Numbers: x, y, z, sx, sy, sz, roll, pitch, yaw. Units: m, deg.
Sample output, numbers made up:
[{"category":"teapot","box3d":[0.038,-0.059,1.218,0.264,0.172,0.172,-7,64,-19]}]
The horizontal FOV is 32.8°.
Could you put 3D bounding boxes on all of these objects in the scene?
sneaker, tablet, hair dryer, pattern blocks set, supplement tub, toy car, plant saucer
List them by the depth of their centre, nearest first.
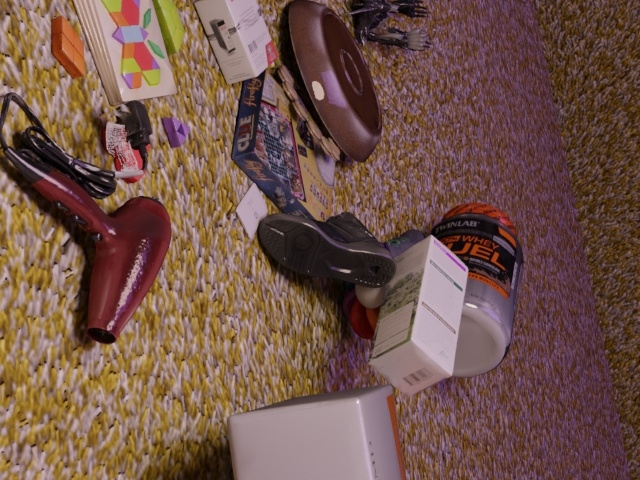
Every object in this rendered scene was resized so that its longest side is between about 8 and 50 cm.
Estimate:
[{"category":"hair dryer","box3d":[-0.269,-0.024,1.258,0.224,0.080,0.293,-9,81,-48]},{"category":"pattern blocks set","box3d":[-0.253,-0.264,1.414,0.324,0.026,0.285,68,28,-20]},{"category":"tablet","box3d":[-0.103,-0.045,1.643,0.054,0.006,0.083,65,29,-25]},{"category":"sneaker","box3d":[0.000,0.000,1.714,0.228,0.087,0.130,14,19,-21]},{"category":"toy car","box3d":[0.098,0.096,1.839,0.159,0.136,0.182,29,20,-32]},{"category":"plant saucer","box3d":[0.038,-0.290,1.924,0.310,0.050,0.310,54,23,-36]},{"category":"sneaker","box3d":[0.140,0.021,2.021,0.098,0.083,0.223,61,31,-22]},{"category":"supplement tub","box3d":[0.288,0.088,2.144,0.207,0.207,0.338,62,30,-30]}]

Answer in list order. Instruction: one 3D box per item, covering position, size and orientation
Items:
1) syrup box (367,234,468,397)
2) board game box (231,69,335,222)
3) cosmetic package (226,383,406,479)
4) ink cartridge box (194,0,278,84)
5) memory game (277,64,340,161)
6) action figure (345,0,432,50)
[{"category":"syrup box","box3d":[0.154,0.112,1.671,0.096,0.093,0.237,41,38,-20]},{"category":"board game box","box3d":[-0.053,-0.135,1.740,0.243,0.042,0.165,47,39,-47]},{"category":"cosmetic package","box3d":[0.017,0.314,1.407,0.453,0.162,0.230,29,52,-80]},{"category":"ink cartridge box","box3d":[-0.127,-0.320,1.654,0.135,0.056,0.099,68,27,-20]},{"category":"memory game","box3d":[-0.017,-0.212,1.801,0.186,0.012,0.186,55,11,-17]},{"category":"action figure","box3d":[0.151,-0.459,2.184,0.276,0.141,0.164,-6,96,-65]}]
